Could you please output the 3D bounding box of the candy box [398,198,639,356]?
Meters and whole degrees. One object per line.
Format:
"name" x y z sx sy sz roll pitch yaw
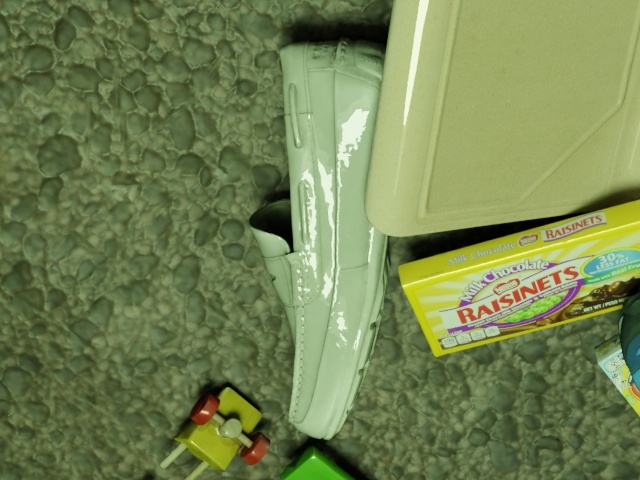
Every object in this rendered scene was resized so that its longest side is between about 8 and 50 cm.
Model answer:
"candy box" 0.173 0.030 1.234 0.205 0.027 0.105 -16 137 11

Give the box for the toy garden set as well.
"toy garden set" -0.082 0.248 1.364 0.204 0.049 0.244 40 112 -16

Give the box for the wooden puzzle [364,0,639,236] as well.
"wooden puzzle" 0.150 -0.116 1.144 0.238 0.044 0.221 -5 118 -25

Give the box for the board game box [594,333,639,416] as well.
"board game box" 0.311 0.122 1.290 0.103 0.026 0.154 -35 109 17

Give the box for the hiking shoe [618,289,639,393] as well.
"hiking shoe" 0.324 0.168 1.215 0.113 0.132 0.304 -25 111 24

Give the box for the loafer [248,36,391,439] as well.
"loafer" 0.000 0.000 1.212 0.111 0.112 0.320 9 108 5
